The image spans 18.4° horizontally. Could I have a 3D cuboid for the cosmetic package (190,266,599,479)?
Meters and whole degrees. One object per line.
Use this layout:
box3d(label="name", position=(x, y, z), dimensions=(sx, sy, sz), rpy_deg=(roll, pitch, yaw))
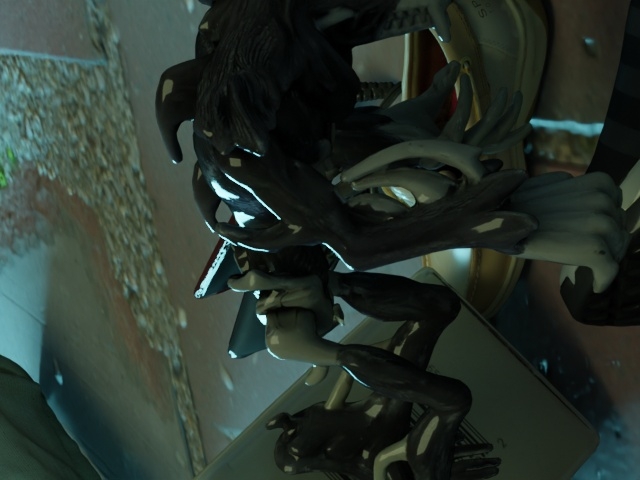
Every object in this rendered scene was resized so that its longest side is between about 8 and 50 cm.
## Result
box3d(label="cosmetic package", position=(-0.010, 0.155, 0.929), dimensions=(0.113, 0.160, 0.309), rpy_deg=(45, 148, 6))

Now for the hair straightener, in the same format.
box3d(label="hair straightener", position=(0.000, 0.000, 0.982), dimensions=(0.089, 0.047, 0.230), rpy_deg=(59, 145, 19))

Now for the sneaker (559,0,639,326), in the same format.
box3d(label="sneaker", position=(0.143, -0.059, 0.679), dimensions=(0.234, 0.084, 0.097), rpy_deg=(114, 154, -50))

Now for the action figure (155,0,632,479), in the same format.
box3d(label="action figure", position=(0.024, -0.010, 0.684), dimensions=(0.164, 0.141, 0.275), rpy_deg=(-106, 3, -59))

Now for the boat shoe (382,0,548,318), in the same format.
box3d(label="boat shoe", position=(0.053, -0.034, 0.840), dimensions=(0.063, 0.059, 0.170), rpy_deg=(39, 139, 43))

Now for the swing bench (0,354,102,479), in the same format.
box3d(label="swing bench", position=(-0.206, 0.235, 1.356), dimensions=(0.253, 0.165, 0.254), rpy_deg=(48, 139, 36))
